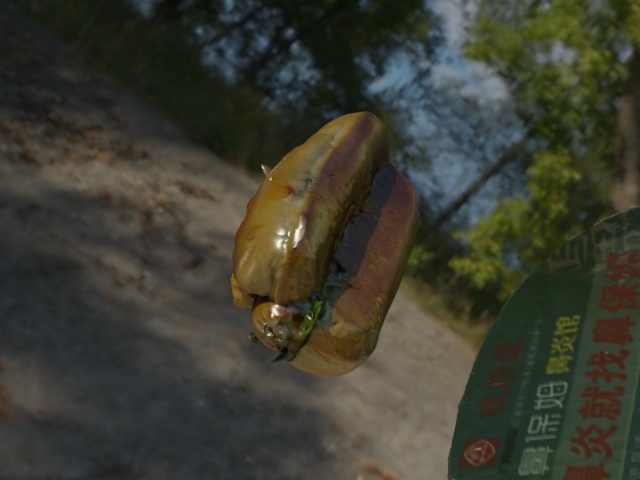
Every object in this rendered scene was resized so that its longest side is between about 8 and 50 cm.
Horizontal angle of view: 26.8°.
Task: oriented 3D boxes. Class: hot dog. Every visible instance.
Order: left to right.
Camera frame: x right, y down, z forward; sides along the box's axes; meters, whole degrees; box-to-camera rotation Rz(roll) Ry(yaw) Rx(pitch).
[{"bbox_3d":[0.000,0.000,0.754,0.104,0.076,0.250,61,23,-16],"label":"hot dog"}]

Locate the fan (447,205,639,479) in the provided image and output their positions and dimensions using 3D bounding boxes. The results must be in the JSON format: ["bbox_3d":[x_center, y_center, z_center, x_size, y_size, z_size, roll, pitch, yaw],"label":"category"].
[{"bbox_3d":[0.177,0.034,0.529,0.012,0.294,0.223,59,7,-30],"label":"fan"}]
